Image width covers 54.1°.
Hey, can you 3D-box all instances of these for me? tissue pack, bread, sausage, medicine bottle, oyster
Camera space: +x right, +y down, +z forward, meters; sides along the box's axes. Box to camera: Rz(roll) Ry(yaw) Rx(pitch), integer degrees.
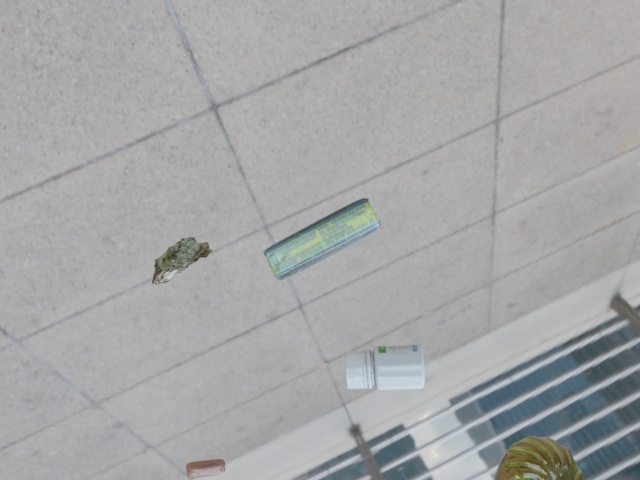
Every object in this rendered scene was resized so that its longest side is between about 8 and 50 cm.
[{"bbox_3d":[0.000,0.000,1.418,0.257,0.081,0.185,-27,176,-4],"label":"tissue pack"},{"bbox_3d":[0.453,0.500,1.274,0.213,0.213,0.104,-5,170,-27],"label":"bread"},{"bbox_3d":[-0.243,0.483,1.329,0.083,0.034,0.034,-4,138,-9],"label":"sausage"},{"bbox_3d":[0.196,0.391,1.908,0.236,0.139,0.139,-5,142,6],"label":"medicine bottle"},{"bbox_3d":[-0.265,0.035,1.171,0.132,0.086,0.029,-22,129,-25],"label":"oyster"}]
